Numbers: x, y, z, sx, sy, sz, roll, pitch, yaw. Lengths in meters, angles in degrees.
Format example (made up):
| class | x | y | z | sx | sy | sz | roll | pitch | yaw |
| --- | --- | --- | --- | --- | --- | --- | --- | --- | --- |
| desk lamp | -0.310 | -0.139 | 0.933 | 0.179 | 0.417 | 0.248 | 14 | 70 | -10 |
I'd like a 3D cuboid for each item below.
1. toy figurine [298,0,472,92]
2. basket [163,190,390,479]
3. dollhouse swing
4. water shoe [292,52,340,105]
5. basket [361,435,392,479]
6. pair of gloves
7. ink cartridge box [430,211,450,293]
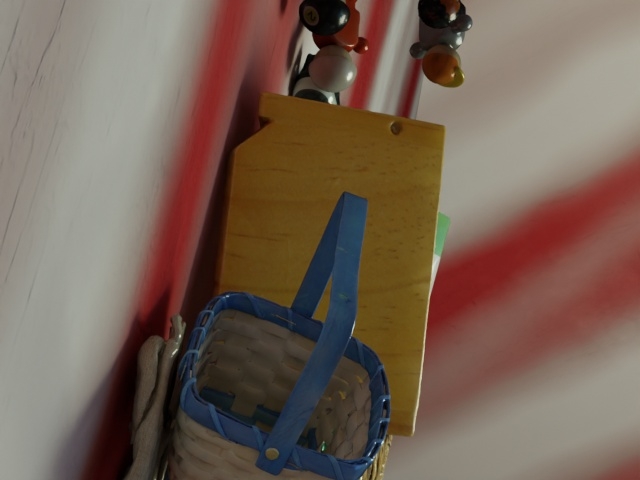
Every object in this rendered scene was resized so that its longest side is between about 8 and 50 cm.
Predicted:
| class | x | y | z | sx | sy | sz | roll | pitch | yaw |
| --- | --- | --- | --- | --- | --- | --- | --- | --- | --- |
| toy figurine | 0.078 | -0.274 | 1.693 | 0.213 | 0.210 | 0.148 | 85 | 9 | -64 |
| basket | -0.026 | 0.120 | 1.314 | 0.254 | 0.201 | 0.289 | -77 | -173 | -60 |
| dollhouse swing | -0.012 | 0.040 | 1.653 | 0.305 | 0.315 | 0.346 | 171 | -74 | -67 |
| water shoe | 0.005 | -0.168 | 1.865 | 0.203 | 0.073 | 0.080 | 90 | 13 | -63 |
| basket | -0.019 | 0.341 | 2.496 | 0.213 | 0.223 | 0.299 | 18 | 83 | -50 |
| pair of gloves | -0.163 | 0.192 | 1.323 | 0.240 | 0.042 | 0.204 | 100 | 0 | -62 |
| ink cartridge box | 0.051 | 0.079 | 2.055 | 0.201 | 0.117 | 0.278 | -3 | -115 | 51 |
